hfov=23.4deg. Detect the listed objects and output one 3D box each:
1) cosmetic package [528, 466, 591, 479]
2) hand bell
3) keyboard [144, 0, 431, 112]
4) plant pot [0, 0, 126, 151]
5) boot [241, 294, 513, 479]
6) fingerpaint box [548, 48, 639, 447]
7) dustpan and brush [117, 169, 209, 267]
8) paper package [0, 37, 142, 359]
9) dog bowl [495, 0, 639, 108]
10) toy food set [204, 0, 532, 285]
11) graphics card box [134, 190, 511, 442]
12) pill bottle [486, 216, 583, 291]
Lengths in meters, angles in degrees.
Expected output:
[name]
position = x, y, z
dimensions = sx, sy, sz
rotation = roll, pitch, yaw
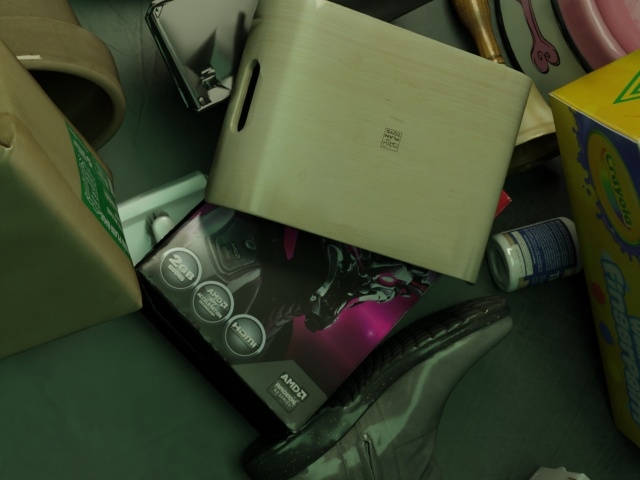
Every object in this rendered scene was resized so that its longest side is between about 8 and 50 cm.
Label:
[cosmetic package]
position = 0.307, 0.358, 1.662
dimensions = 0.238, 0.127, 0.107
rotation = 43, 78, -5
[hand bell]
position = 0.188, -0.203, 1.713
dimensions = 0.126, 0.126, 0.242
rotation = -17, 77, -15
[keyboard]
position = -0.006, -0.210, 1.584
dimensions = 0.317, 0.033, 0.201
rotation = -28, 94, -22
[plant pot]
position = -0.343, -0.201, 1.514
dimensions = 0.263, 0.263, 0.229
rotation = -13, 71, -14
[boot]
position = 0.104, 0.227, 1.644
dimensions = 0.338, 0.118, 0.222
rotation = -35, 96, -3
[fingerpaint box]
position = 0.465, -0.018, 1.621
dimensions = 0.371, 0.163, 0.444
rotation = -27, 123, -14
[dustpan and brush]
position = -0.140, 0.044, 1.616
dimensions = 0.147, 0.060, 0.211
rotation = -24, 92, -15
[paper package]
position = -0.358, -0.019, 1.384
dimensions = 0.310, 0.325, 0.168
rotation = -19, 61, 6
[dog bowl]
position = 0.411, -0.295, 1.738
dimensions = 0.408, 0.150, 0.408
rotation = 1, 85, -14
[toy food set]
position = 0.054, -0.099, 1.551
dimensions = 0.306, 0.092, 0.219
rotation = 17, 88, -19
[graphics card box]
position = 0.000, 0.000, 1.607
dimensions = 0.233, 0.094, 0.371
rotation = 48, 67, -5
[pill bottle]
position = 0.250, 0.012, 1.711
dimensions = 0.120, 0.067, 0.067
rotation = -15, 88, -14
